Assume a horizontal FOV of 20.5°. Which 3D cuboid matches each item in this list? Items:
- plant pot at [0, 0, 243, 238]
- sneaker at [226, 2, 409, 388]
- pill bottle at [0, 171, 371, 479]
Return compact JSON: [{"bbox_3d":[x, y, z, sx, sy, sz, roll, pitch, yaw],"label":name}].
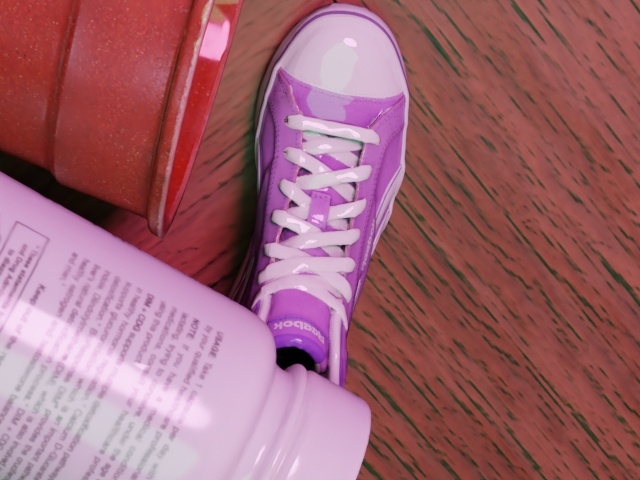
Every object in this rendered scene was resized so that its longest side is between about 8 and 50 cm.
[{"bbox_3d":[-0.178,-0.166,0.995,0.265,0.272,0.272,15,107,-1],"label":"plant pot"},{"bbox_3d":[0.001,0.000,1.109,0.102,0.161,0.282,9,107,-6],"label":"sneaker"},{"bbox_3d":[-0.125,0.083,0.985,0.283,0.160,0.160,29,104,-9],"label":"pill bottle"}]
